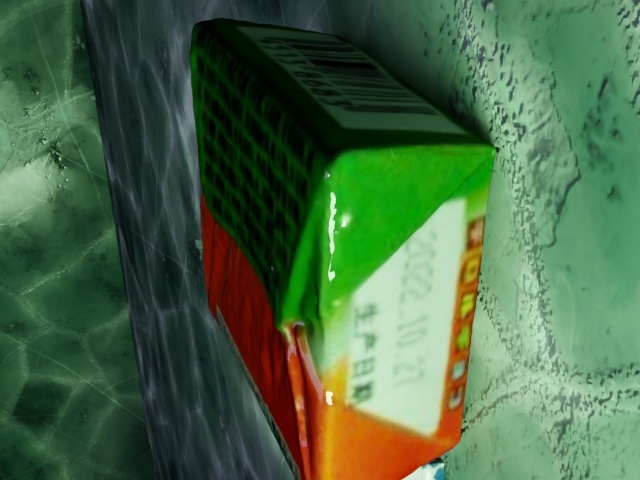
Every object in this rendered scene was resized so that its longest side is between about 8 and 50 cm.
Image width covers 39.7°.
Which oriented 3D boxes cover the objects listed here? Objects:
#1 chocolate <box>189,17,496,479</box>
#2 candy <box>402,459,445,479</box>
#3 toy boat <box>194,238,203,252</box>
[{"bbox_3d":[0.000,0.000,0.815,0.360,0.161,0.341,-128,33,-54],"label":"chocolate"},{"bbox_3d":[0.056,0.251,0.893,0.160,0.092,0.073,163,98,-69],"label":"candy"},{"bbox_3d":[-0.092,0.062,1.201,0.093,0.103,0.246,58,-170,-75],"label":"toy boat"}]
